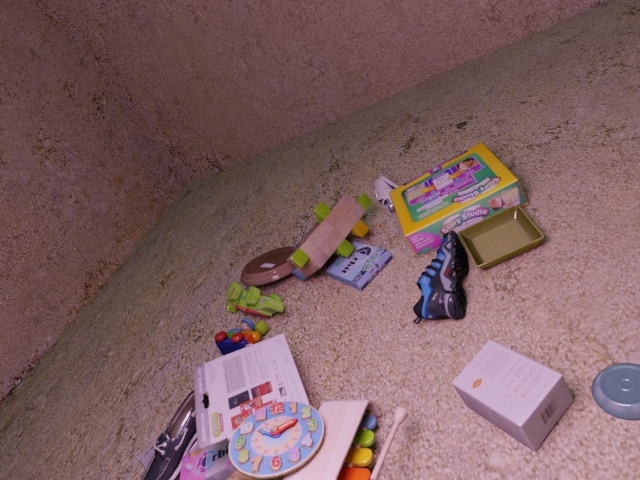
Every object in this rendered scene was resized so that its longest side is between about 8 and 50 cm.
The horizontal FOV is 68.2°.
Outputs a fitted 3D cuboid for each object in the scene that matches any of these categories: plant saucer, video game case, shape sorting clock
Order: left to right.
[{"bbox_3d":[-0.428,0.603,1.401,0.184,0.023,0.201,6,47,51],"label":"video game case"},{"bbox_3d":[-0.186,0.092,1.839,0.278,0.041,0.278,-18,19,6],"label":"plant saucer"},{"bbox_3d":[-0.093,0.411,0.997,0.206,0.040,0.206,-12,17,4],"label":"shape sorting clock"},{"bbox_3d":[0.500,-0.002,1.314,0.188,0.045,0.188,-27,28,14],"label":"plant saucer"},{"bbox_3d":[0.557,0.267,0.858,0.119,0.021,0.119,-26,30,16],"label":"plant saucer"}]

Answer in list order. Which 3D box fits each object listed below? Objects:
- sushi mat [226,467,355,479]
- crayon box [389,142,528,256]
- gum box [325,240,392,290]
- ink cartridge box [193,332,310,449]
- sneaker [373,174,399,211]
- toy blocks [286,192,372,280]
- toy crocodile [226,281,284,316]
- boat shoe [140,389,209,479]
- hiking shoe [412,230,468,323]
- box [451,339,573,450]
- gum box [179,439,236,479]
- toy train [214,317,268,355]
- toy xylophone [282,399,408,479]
[{"bbox_3d":[-0.080,0.541,1.042,0.317,0.019,0.151,-11,9,31],"label":"sushi mat"},{"bbox_3d":[0.429,-0.140,1.544,0.363,0.106,0.313,-28,30,14],"label":"crayon box"},{"bbox_3d":[0.127,0.081,1.593,0.157,0.041,0.184,-44,29,-17],"label":"gum box"},{"bbox_3d":[-0.176,0.417,1.228,0.272,0.130,0.309,-19,26,-8],"label":"ink cartridge box"},{"bbox_3d":[0.249,-0.181,1.832,0.095,0.090,0.235,-45,26,2],"label":"sneaker"},{"bbox_3d":[0.000,0.000,1.704,0.381,0.191,0.261,-50,5,-29],"label":"toy blocks"},{"bbox_3d":[-0.247,0.223,1.704,0.341,0.115,0.105,4,72,51],"label":"toy crocodile"},{"bbox_3d":[-0.414,0.562,1.325,0.114,0.091,0.302,-10,36,39],"label":"boat shoe"},{"bbox_3d":[0.323,0.086,1.295,0.132,0.113,0.304,-15,34,31],"label":"hiking shoe"},{"bbox_3d":[0.375,0.298,0.932,0.130,0.091,0.170,-43,29,-14],"label":"box"},{"bbox_3d":[-0.269,0.578,1.222,0.189,0.062,0.107,-31,28,7],"label":"gum box"},{"bbox_3d":[-0.220,0.320,1.551,0.248,0.105,0.143,-8,25,41],"label":"toy train"},{"bbox_3d":[0.052,0.440,0.979,0.236,0.081,0.323,-9,20,36],"label":"toy xylophone"}]
